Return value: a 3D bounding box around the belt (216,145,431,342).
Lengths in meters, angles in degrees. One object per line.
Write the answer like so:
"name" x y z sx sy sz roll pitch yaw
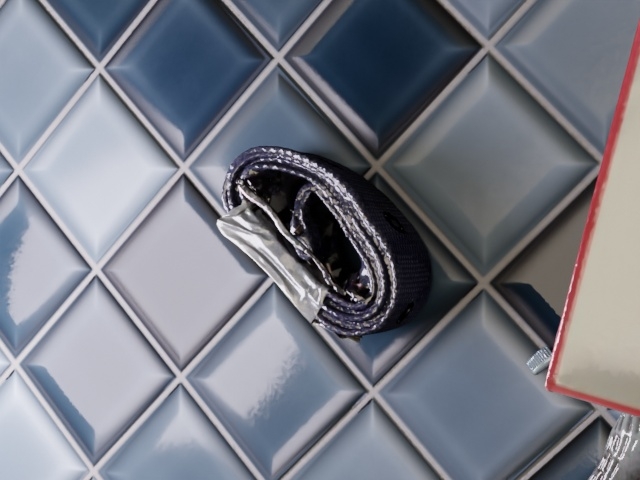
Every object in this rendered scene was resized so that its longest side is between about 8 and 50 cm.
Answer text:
"belt" 0.000 0.000 1.189 0.230 0.126 0.139 45 106 18

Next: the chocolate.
"chocolate" 0.285 0.212 1.082 0.072 0.072 0.167 32 104 22

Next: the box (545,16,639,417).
"box" 0.381 -0.005 0.904 0.312 0.300 0.314 15 96 22

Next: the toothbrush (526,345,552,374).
"toothbrush" 0.269 0.062 1.121 0.193 0.013 0.019 -45 63 19
